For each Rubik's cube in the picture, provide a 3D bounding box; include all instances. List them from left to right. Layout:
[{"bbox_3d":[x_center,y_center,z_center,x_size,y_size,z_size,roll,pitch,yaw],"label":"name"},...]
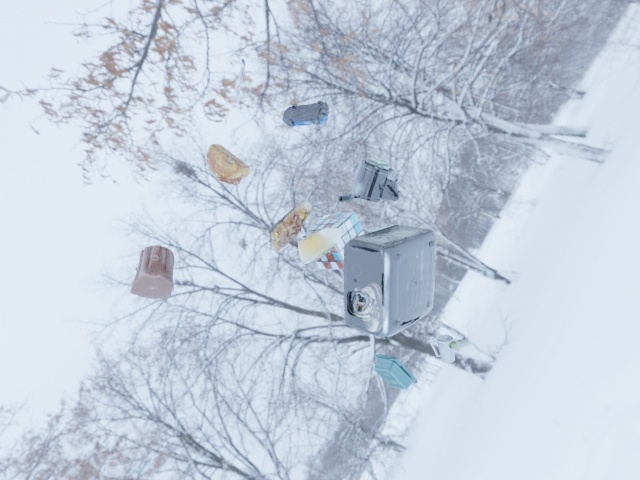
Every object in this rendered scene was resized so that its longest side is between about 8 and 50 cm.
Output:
[{"bbox_3d":[0.094,0.004,2.462,0.259,0.253,0.256,-45,-63,-37],"label":"Rubik's cube"}]

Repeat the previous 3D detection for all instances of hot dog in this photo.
[{"bbox_3d":[-0.521,-0.401,2.257,0.153,0.256,0.150,-54,-7,17],"label":"hot dog"}]

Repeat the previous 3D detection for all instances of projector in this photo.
[{"bbox_3d":[0.310,0.157,1.759,0.405,0.242,0.395,-15,-71,-44],"label":"projector"}]

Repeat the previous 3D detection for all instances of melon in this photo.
[{"bbox_3d":[0.003,0.002,1.548,0.202,0.093,0.139,-35,1,12],"label":"melon"}]

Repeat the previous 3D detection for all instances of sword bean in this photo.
[{"bbox_3d":[0.629,0.463,1.861,0.269,0.043,0.038,14,-94,-57],"label":"sword bean"}]

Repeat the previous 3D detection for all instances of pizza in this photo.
[{"bbox_3d":[-0.182,-0.071,2.373,0.409,0.114,0.277,-52,-9,28],"label":"pizza"}]

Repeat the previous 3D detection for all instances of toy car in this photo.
[{"bbox_3d":[-0.062,-0.522,1.734,0.063,0.216,0.103,47,-129,-53],"label":"toy car"}]

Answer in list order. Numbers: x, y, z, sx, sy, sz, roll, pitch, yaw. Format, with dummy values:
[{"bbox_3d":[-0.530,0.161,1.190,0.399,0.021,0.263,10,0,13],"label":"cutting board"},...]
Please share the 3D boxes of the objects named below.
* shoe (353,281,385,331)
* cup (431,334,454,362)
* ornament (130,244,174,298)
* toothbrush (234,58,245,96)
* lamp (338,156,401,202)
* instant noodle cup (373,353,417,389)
[{"bbox_3d":[0.170,0.243,1.487,0.092,0.089,0.180,-3,-90,-33],"label":"shoe"},{"bbox_3d":[0.573,0.504,1.933,0.074,0.104,0.116,-31,-68,-62],"label":"cup"},{"bbox_3d":[-0.857,0.161,2.136,0.235,0.221,0.218,64,-168,-50],"label":"ornament"},{"bbox_3d":[-0.310,-0.620,1.591,0.027,0.021,0.269,-43,5,-18],"label":"toothbrush"},{"bbox_3d":[0.306,-0.371,2.512,0.205,0.373,0.272,-23,-65,-61],"label":"lamp"},{"bbox_3d":[0.318,0.581,1.813,0.070,0.179,0.157,-50,17,-28],"label":"instant noodle cup"}]
